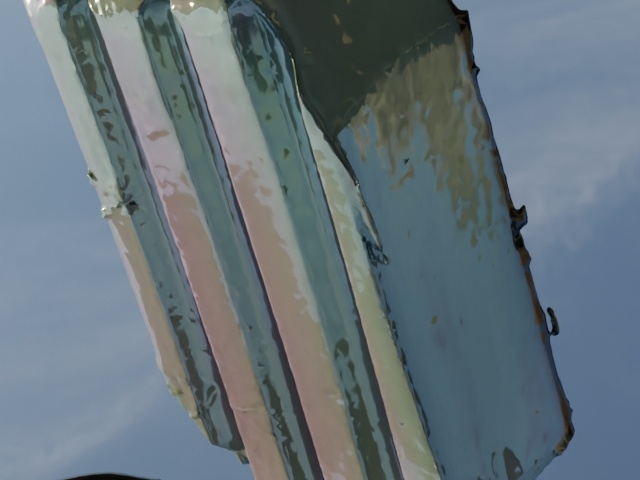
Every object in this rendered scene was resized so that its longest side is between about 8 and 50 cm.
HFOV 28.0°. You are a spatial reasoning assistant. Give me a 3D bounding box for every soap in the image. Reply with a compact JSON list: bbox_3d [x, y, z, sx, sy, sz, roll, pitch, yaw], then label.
[{"bbox_3d":[0.000,0.000,0.468,0.145,0.230,0.091,11,-142,41],"label":"soap"}]

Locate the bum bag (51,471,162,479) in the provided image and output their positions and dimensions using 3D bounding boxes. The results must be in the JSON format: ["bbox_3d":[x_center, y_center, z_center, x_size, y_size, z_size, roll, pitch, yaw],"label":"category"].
[{"bbox_3d":[-0.199,0.154,0.535,0.310,0.074,0.137,-5,-143,17],"label":"bum bag"}]
